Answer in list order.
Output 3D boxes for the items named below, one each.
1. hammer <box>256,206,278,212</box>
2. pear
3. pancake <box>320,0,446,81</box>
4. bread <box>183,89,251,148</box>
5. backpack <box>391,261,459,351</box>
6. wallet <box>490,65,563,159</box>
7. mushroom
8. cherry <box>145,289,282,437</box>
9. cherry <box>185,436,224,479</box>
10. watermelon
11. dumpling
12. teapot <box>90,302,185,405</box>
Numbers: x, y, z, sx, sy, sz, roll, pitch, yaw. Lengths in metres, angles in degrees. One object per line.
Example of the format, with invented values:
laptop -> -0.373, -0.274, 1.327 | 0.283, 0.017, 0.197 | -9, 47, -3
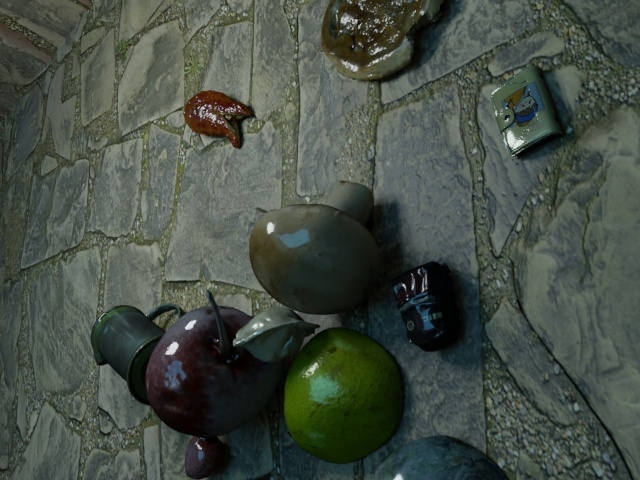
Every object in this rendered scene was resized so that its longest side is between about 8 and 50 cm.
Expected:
hammer -> -0.139, -0.074, 1.848 | 0.110, 0.019, 0.036 | 23, 94, 53
pear -> 0.047, 0.325, 1.438 | 0.239, 0.139, 0.288 | 4, 81, 39
pancake -> 0.150, -0.555, 1.661 | 0.382, 0.071, 0.383 | -18, 64, 43
bread -> -0.312, -0.369, 2.072 | 0.268, 0.095, 0.140 | 26, 104, 44
backpack -> 0.203, 0.126, 1.348 | 0.120, 0.105, 0.165 | -33, 52, 30
wallet -> 0.385, -0.242, 1.328 | 0.110, 0.039, 0.155 | -30, 56, 35
mushroom -> 0.000, 0.000, 1.504 | 0.292, 0.292, 0.290 | -20, 39, 41
cherry -> -0.246, 0.295, 1.634 | 0.326, 0.335, 0.291 | -35, 87, -9
cherry -> -0.262, 0.496, 1.737 | 0.226, 0.090, 0.107 | -56, 29, 5
watermelon -> 0.206, 0.457, 1.182 | 0.188, 0.175, 0.322 | -49, 48, 25
dumpling -> -0.085, 0.196, 1.497 | 0.155, 0.181, 0.111 | -29, 97, 38
teapot -> -0.498, 0.287, 1.993 | 0.337, 0.200, 0.270 | 20, 66, 50
